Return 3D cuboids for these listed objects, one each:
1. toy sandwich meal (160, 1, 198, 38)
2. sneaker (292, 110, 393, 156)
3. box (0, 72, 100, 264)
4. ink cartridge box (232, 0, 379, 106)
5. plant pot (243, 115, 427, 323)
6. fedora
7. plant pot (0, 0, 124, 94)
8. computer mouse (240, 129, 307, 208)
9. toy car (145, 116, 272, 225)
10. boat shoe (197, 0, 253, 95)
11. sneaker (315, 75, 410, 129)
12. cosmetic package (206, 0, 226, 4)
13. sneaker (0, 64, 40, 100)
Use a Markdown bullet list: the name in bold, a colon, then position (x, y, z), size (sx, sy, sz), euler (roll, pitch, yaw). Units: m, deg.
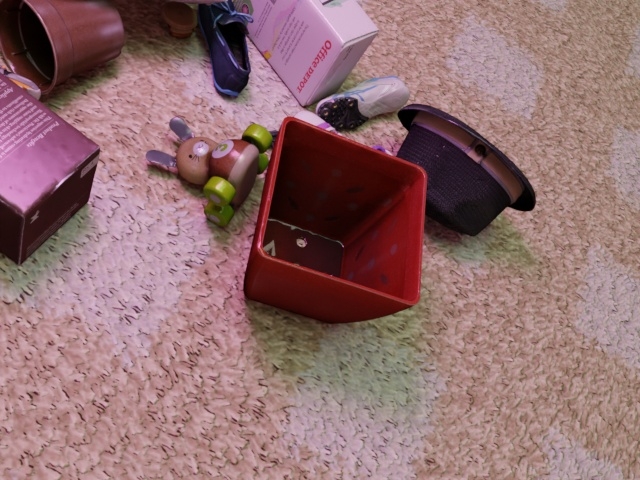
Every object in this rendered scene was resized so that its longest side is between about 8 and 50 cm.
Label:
- **toy sandwich meal**: position (-0.288, -0.450, 1.414), size (0.085, 0.029, 0.086), euler (13, 55, -19)
- **sneaker**: position (0.058, -0.171, 1.346), size (0.102, 0.161, 0.282), euler (-34, 80, -34)
- **box**: position (-0.475, -0.109, 1.047), size (0.203, 0.167, 0.168), euler (38, 53, -3)
- **ink cartridge box**: position (-0.039, -0.452, 1.426), size (0.117, 0.201, 0.278), euler (-31, 80, -36)
- **plant pot**: position (0.000, 0.000, 1.175), size (0.267, 0.236, 0.267), euler (19, 57, -16)
- **fedora**: position (0.259, -0.120, 1.396), size (0.334, 0.334, 0.153), euler (38, 87, -2)
- **plant pot**: position (-0.447, -0.361, 1.214), size (0.167, 0.167, 0.165), euler (48, 47, 5)
- **computer mouse**: position (-0.073, -0.130, 1.334), size (0.106, 0.042, 0.193), euler (-13, 64, -36)
- **toy car**: position (-0.205, -0.147, 1.226), size (0.188, 0.149, 0.155), euler (29, 64, 5)
- **boat shoe**: position (-0.176, -0.417, 1.404), size (0.109, 0.089, 0.259), euler (-3, 68, -41)
- **sneaker**: position (0.083, -0.300, 1.487), size (0.237, 0.085, 0.086), euler (-21, 47, -29)
- **cosmetic package**: position (-0.362, -0.524, 1.243), size (0.365, 0.197, 0.155), euler (-5, 106, -33)
- **sneaker**: position (-0.574, -0.278, 1.148), size (0.214, 0.084, 0.083), euler (13, 53, -18)
